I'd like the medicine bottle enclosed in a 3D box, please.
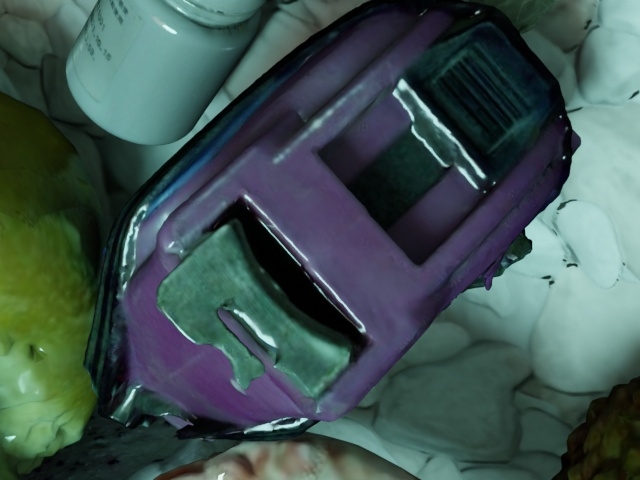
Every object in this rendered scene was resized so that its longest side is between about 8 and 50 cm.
[{"bbox_3d":[-0.074,-0.118,0.746,0.080,0.080,0.130,40,131,-1],"label":"medicine bottle"}]

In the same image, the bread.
[{"bbox_3d":[-0.277,0.014,0.828,0.395,0.264,0.239,42,148,51],"label":"bread"}]

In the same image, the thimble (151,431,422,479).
[{"bbox_3d":[-0.010,0.218,0.719,0.239,0.239,0.162,21,171,15],"label":"thimble"}]

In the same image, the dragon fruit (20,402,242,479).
[{"bbox_3d":[-0.163,0.209,0.934,0.283,0.221,0.204,-2,114,27],"label":"dragon fruit"}]

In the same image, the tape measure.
[{"bbox_3d":[0.000,0.000,0.673,0.149,0.245,0.231,47,158,-2],"label":"tape measure"}]

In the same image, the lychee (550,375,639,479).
[{"bbox_3d":[0.214,0.194,0.711,0.236,0.236,0.271,-22,86,38],"label":"lychee"}]

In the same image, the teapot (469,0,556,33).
[{"bbox_3d":[0.083,-0.134,0.668,0.067,0.057,0.083,-10,123,37],"label":"teapot"}]
